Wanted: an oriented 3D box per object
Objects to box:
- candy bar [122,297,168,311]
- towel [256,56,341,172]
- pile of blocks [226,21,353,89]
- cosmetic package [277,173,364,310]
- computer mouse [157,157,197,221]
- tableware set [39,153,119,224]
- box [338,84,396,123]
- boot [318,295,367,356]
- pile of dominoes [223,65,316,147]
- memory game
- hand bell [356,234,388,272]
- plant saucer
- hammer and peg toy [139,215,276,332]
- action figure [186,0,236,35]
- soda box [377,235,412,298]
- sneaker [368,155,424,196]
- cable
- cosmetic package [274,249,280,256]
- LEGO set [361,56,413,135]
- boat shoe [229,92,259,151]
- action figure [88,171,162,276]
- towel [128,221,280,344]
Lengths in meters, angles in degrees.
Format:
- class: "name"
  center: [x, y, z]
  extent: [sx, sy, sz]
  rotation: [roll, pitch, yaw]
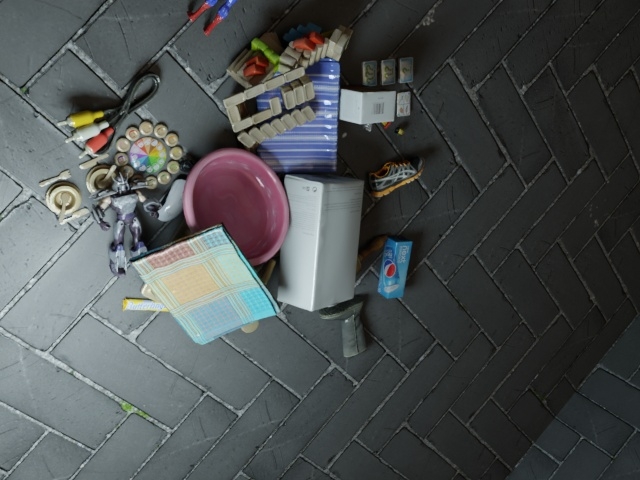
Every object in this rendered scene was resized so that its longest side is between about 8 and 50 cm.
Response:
- class: "candy bar"
  center: [-0.495, 0.188, 1.820]
  extent: [0.161, 0.018, 0.040]
  rotation: [7, 105, -33]
- class: "towel"
  center: [-0.063, -0.356, 1.810]
  extent: [0.243, 0.040, 0.336]
  rotation: [-2, 110, -9]
- class: "pile of blocks"
  center: [-0.078, -0.524, 1.686]
  extent: [0.362, 0.112, 0.149]
  rotation: [-26, 84, -11]
- class: "cosmetic package"
  center: [0.000, 0.000, 1.900]
  extent: [0.217, 0.156, 0.385]
  rotation: [-7, 108, -50]
- class: "computer mouse"
  center: [-0.384, -0.129, 1.742]
  extent: [0.106, 0.042, 0.193]
  rotation: [32, 92, -45]
- class: "tableware set"
  center: [-0.607, -0.126, 1.619]
  extent: [0.194, 0.039, 0.128]
  rotation: [-29, 120, -19]
- class: "box"
  center: [0.118, -0.404, 1.852]
  extent: [0.130, 0.170, 0.091]
  rotation: [-13, 115, -34]
- class: "boot"
  center: [0.081, 0.310, 2.183]
  extent: [0.189, 0.076, 0.209]
  rotation: [-13, 121, -24]
- class: "pile of dominoes"
  center: [-0.135, -0.367, 1.713]
  extent: [0.251, 0.040, 0.196]
  rotation: [-25, 145, -11]
- class: "memory game"
  center: [-0.459, -0.227, 1.684]
  extent: [0.186, 0.012, 0.186]
  rotation: [-11, 114, -26]
- class: "hand bell"
  center: [0.140, 0.049, 2.105]
  extent: [0.242, 0.126, 0.126]
  rotation: [-37, 124, -27]
- class: "plant saucer"
  center: [-0.239, -0.087, 1.737]
  extent: [0.332, 0.084, 0.333]
  rotation: [11, 73, -38]
- class: "hammer and peg toy"
  center: [-0.309, 0.109, 1.834]
  extent: [0.361, 0.127, 0.266]
  rotation: [31, 89, -35]
- class: "action figure"
  center: [-0.223, -0.670, 1.617]
  extent: [0.280, 0.139, 0.091]
  rotation: [-39, 129, 15]
- class: "soda box"
  center: [0.259, 0.093, 2.198]
  extent: [0.071, 0.067, 0.210]
  rotation: [-3, 109, -30]
- class: "sneaker"
  center: [0.250, -0.225, 2.062]
  extent: [0.214, 0.084, 0.083]
  rotation: [-33, 117, -15]
- class: "cable"
  center: [-0.509, -0.309, 1.587]
  extent: [0.287, 0.072, 0.140]
  rotation: [-34, 128, -15]
- class: "cosmetic package"
  center: [-0.130, 0.018, 1.945]
  extent: [0.115, 0.060, 0.041]
  rotation: [-12, 114, -28]
- class: "LEGO set"
  center: [0.219, -0.443, 1.976]
  extent: [0.182, 0.060, 0.245]
  rotation: [-12, 115, -22]
- class: "boat shoe"
  center: [-0.213, -0.333, 1.762]
  extent: [0.060, 0.064, 0.178]
  rotation: [-28, 127, -25]
- class: "action figure"
  center: [-0.509, -0.047, 1.660]
  extent: [0.185, 0.099, 0.285]
  rotation: [-13, 119, -27]
- class: "towel"
  center: [-0.296, 0.128, 1.674]
  extent: [0.271, 0.040, 0.370]
  rotation: [-22, 133, 6]
